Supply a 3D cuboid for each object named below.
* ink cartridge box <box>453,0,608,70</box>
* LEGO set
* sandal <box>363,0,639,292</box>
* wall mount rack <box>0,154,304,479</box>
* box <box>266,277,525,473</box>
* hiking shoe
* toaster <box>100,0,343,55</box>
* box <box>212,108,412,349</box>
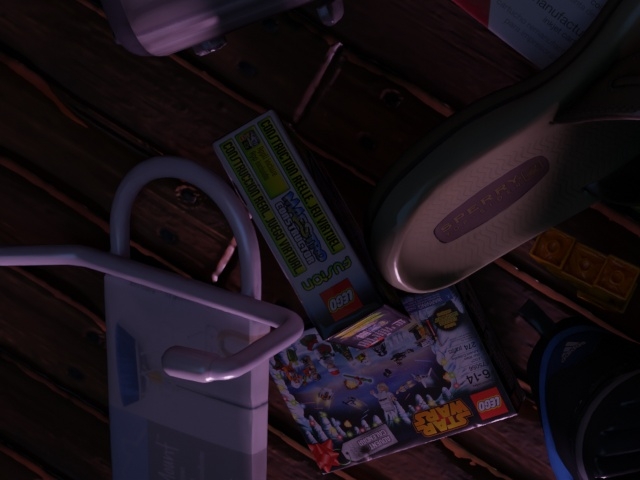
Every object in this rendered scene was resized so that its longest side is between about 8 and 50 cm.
[{"bbox_3d":[0.140,-0.186,0.997,0.127,0.072,0.175,38,119,0],"label":"ink cartridge box"},{"bbox_3d":[0.186,0.013,1.069,0.227,0.093,0.087,29,86,10],"label":"LEGO set"},{"bbox_3d":[0.161,-0.057,0.969,0.303,0.086,0.120,-38,138,9],"label":"sandal"},{"bbox_3d":[-0.154,0.117,1.199,0.304,0.130,0.350,15,116,30],"label":"wall mount rack"},{"bbox_3d":[0.042,0.079,1.170,0.137,0.027,0.094,-21,105,25],"label":"box"},{"bbox_3d":[0.212,0.161,1.115,0.113,0.132,0.304,-30,123,-5],"label":"hiking shoe"},{"bbox_3d":[-0.055,-0.215,1.023,0.146,0.129,0.227,-12,106,19],"label":"toaster"},{"bbox_3d":[0.000,0.000,1.038,0.036,0.207,0.114,-30,83,3],"label":"box"}]
